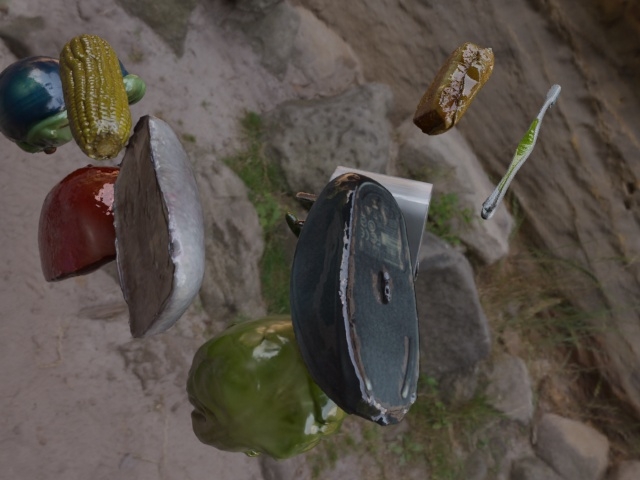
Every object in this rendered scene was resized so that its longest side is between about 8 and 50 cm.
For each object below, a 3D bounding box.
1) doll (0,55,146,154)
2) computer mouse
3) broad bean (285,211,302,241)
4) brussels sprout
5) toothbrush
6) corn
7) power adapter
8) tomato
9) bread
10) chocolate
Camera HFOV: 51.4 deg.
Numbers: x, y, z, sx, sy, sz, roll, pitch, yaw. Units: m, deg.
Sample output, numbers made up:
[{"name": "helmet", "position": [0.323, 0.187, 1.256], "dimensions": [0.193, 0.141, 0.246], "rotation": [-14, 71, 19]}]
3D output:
[{"name": "doll", "position": [-0.533, -0.299, 1.368], "dimensions": [0.186, 0.321, 0.198], "rotation": [61, -7, -11]}, {"name": "computer mouse", "position": [0.051, 0.082, 0.961], "dimensions": [0.203, 0.114, 0.374], "rotation": [26, 54, -41]}, {"name": "broad bean", "position": [-0.002, 0.008, 1.459], "dimensions": [0.195, 0.061, 0.046], "rotation": [30, 8, 11]}, {"name": "brussels sprout", "position": [-0.074, 0.246, 1.148], "dimensions": [0.328, 0.328, 0.247], "rotation": [2, 71, -53]}, {"name": "toothbrush", "position": [0.296, -0.134, 0.975], "dimensions": [0.263, 0.022, 0.026], "rotation": [-55, 148, -22]}, {"name": "corn", "position": [-0.274, -0.175, 0.812], "dimensions": [0.080, 0.080, 0.231], "rotation": [30, 23, -43]}, {"name": "power adapter", "position": [0.074, -0.035, 1.259], "dimensions": [0.124, 0.255, 0.187], "rotation": [-58, 157, -62]}, {"name": "tomato", "position": [-0.389, -0.054, 1.190], "dimensions": [0.170, 0.309, 0.309], "rotation": [62, 36, -9]}, {"name": "bread", "position": [0.176, -0.198, 0.878], "dimensions": [0.053, 0.074, 0.132], "rotation": [35, 72, -12]}, {"name": "chocolate", "position": [-0.228, -0.019, 0.964], "dimensions": [0.100, 0.185, 0.303], "rotation": [10, 50, -36]}]
